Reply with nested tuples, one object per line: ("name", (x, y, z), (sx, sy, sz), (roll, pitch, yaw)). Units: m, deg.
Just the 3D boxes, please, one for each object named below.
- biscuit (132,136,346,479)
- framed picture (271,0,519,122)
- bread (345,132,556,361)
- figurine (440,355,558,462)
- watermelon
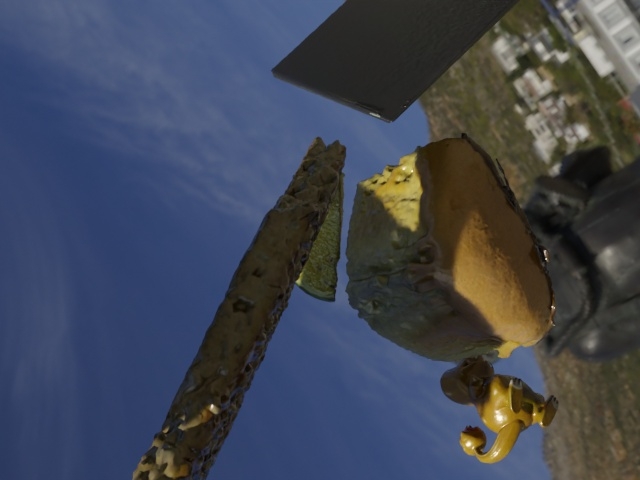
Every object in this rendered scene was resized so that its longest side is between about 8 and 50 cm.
("biscuit", (-0.033, 0.040, 0.388), (0.026, 0.131, 0.237), (26, -116, -1))
("framed picture", (0.123, -0.280, 1.062), (0.255, 0.339, 0.014), (32, 163, 50))
("bread", (0.140, 0.027, 1.008), (0.162, 0.204, 0.262), (-33, -86, -45))
("figurine", (0.211, 0.218, 1.169), (0.121, 0.122, 0.176), (25, -179, -25))
("watermelon", (0.002, 0.002, 1.276), (0.075, 0.092, 0.181), (23, -114, -60))
